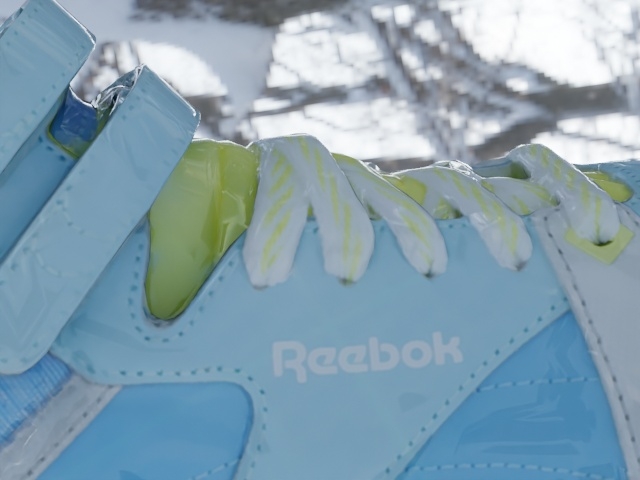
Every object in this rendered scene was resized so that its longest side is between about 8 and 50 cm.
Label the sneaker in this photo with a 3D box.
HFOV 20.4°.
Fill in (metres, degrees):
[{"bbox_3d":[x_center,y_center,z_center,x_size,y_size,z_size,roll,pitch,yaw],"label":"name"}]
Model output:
[{"bbox_3d":[0.000,0.000,0.404,0.319,0.127,0.208,-34,-78,-6],"label":"sneaker"}]
